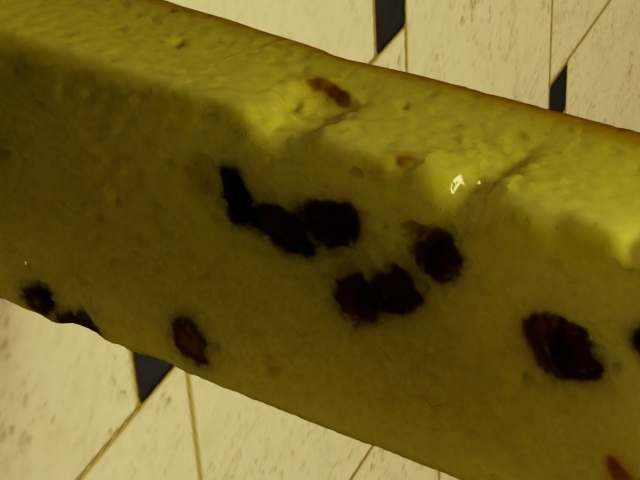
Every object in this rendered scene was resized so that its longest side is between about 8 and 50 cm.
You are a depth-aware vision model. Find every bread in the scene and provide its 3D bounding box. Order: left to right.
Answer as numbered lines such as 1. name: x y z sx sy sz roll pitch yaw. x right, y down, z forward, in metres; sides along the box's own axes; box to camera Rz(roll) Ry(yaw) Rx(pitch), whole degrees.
1. bread: 0.000 0.000 0.634 0.077 0.361 0.138 -41 141 -45
